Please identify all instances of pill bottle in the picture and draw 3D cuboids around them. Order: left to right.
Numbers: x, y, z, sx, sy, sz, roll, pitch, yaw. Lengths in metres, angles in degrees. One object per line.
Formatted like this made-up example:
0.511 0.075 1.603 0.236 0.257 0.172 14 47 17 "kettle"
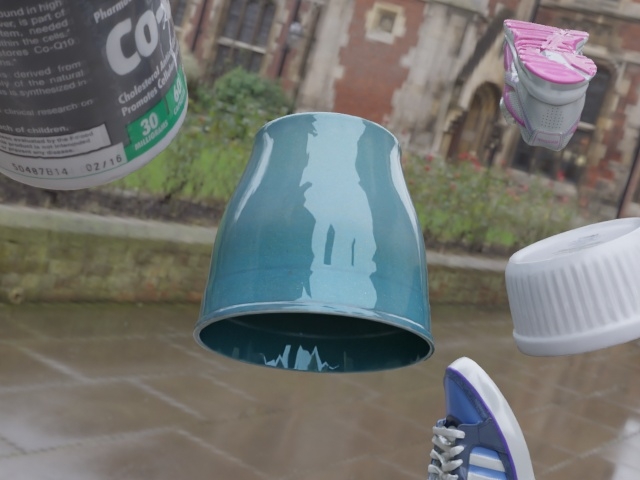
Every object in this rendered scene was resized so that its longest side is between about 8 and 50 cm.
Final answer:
-0.234 -0.230 0.798 0.204 0.204 0.361 18 -35 18 "pill bottle"

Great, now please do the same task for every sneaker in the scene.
0.174 0.355 1.400 0.236 0.323 0.130 -21 3 -15 "sneaker"
0.251 -0.182 1.141 0.102 0.111 0.252 11 28 7 "sneaker"

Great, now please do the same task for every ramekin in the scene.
0.315 0.050 1.161 0.207 0.109 0.207 -19 5 2 "ramekin"

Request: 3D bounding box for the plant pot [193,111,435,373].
0.000 0.000 1.152 0.271 0.255 0.272 3 -20 1 "plant pot"
